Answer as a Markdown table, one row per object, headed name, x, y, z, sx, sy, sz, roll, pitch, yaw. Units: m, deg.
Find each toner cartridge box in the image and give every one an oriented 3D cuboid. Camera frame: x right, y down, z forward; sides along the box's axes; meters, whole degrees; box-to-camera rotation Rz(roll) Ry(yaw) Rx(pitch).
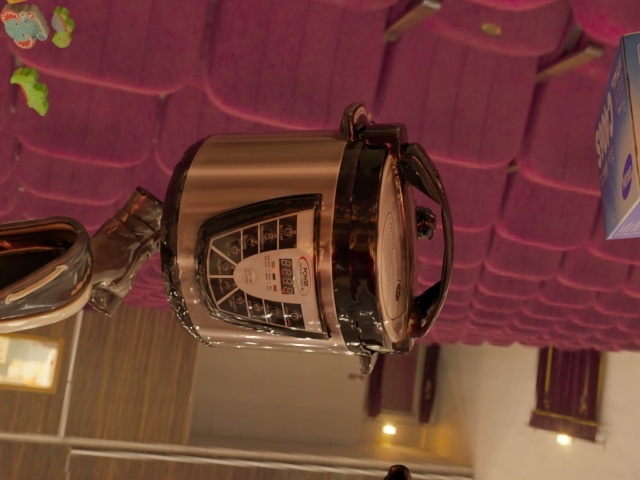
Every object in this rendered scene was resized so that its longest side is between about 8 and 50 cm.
| name | x | y | z | sx | sy | sz | roll | pitch | yaw |
| --- | --- | --- | --- | --- | --- | --- | --- | --- | --- |
| toner cartridge box | 0.375 | -0.103 | 0.867 | 0.075 | 0.165 | 0.348 | -6 | 171 | 15 |

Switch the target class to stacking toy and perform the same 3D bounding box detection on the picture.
| name | x | y | z | sx | sy | sz | roll | pitch | yaw |
| --- | --- | --- | --- | --- | --- | --- | --- | --- | --- |
| stacking toy | -0.356 | -0.276 | 0.850 | 0.052 | 0.167 | 0.221 | -10 | 134 | 8 |

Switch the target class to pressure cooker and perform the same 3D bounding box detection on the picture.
| name | x | y | z | sx | sy | sz | roll | pitch | yaw |
| --- | --- | --- | --- | --- | --- | --- | --- | --- | --- |
| pressure cooker | 0.001 | -0.004 | 1.198 | 0.420 | 0.375 | 0.370 | 2 | 153 | 16 |

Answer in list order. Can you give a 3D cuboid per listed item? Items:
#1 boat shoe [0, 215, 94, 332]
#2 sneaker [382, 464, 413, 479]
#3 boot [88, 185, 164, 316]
| name | x | y | z | sx | sy | sz | roll | pitch | yaw |
| --- | --- | --- | --- | --- | --- | --- | --- | --- | --- |
| boat shoe | -0.285 | 0.038 | 0.517 | 0.254 | 0.095 | 0.079 | -10 | 147 | -22 |
| sneaker | 0.112 | 0.559 | 1.466 | 0.109 | 0.130 | 0.286 | 6 | -148 | 21 |
| boot | -0.363 | -0.008 | 1.262 | 0.118 | 0.222 | 0.338 | 37 | 171 | 10 |
